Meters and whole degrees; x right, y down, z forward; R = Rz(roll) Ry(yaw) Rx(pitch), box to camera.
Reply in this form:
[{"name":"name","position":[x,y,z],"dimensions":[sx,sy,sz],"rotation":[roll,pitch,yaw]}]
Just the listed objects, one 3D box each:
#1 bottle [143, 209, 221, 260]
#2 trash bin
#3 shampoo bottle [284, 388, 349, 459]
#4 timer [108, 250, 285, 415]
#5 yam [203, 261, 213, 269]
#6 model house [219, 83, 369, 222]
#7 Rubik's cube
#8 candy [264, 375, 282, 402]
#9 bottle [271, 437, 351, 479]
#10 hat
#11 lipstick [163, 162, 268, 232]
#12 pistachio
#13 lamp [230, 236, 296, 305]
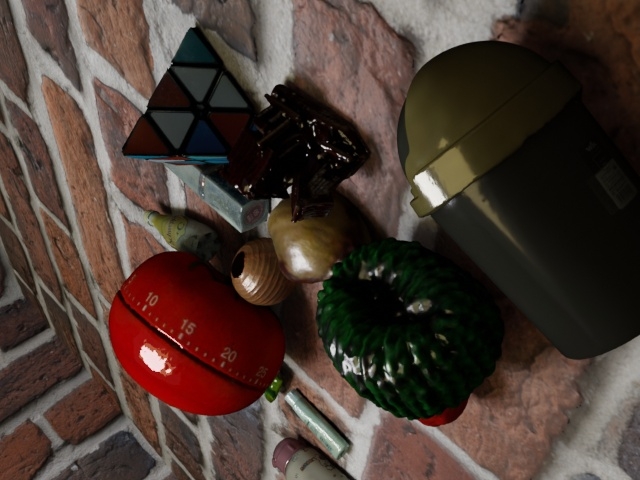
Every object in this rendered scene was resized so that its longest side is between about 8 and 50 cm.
[{"name":"bottle","position":[-0.335,-0.022,1.738],"dimensions":[0.269,0.083,0.083],"rotation":[21,135,44]},{"name":"trash bin","position":[0.217,-0.057,0.781],"dimensions":[0.334,0.214,0.214],"rotation":[48,150,-2]},{"name":"shampoo bottle","position":[-0.011,0.428,1.746],"dimensions":[0.190,0.041,0.069],"rotation":[44,153,22]},{"name":"timer","position":[-0.260,0.199,1.574],"dimensions":[0.378,0.279,0.378],"rotation":[33,178,1]},{"name":"yam","position":[-0.286,0.055,1.808],"dimensions":[0.116,0.021,0.021],"rotation":[43,148,24]},{"name":"model house","position":[-0.046,-0.122,1.146],"dimensions":[0.203,0.164,0.141],"rotation":[32,148,32]},{"name":"Rubik's cube","position":[-0.174,-0.167,1.330],"dimensions":[0.234,0.284,0.250],"rotation":[18,150,5]},{"name":"candy","position":[-0.176,0.277,1.815],"dimensions":[0.246,0.069,0.149],"rotation":[43,153,13]},{"name":"bottle","position":[-0.024,0.581,1.849],"dimensions":[0.233,0.110,0.110],"rotation":[32,142,38]},{"name":"hat","position":[0.159,0.164,1.113],"dimensions":[0.332,0.242,0.274],"rotation":[52,-177,-42]},{"name":"lipstick","position":[-0.221,-0.129,1.475],"dimensions":[0.289,0.077,0.076],"rotation":[39,142,29]},{"name":"pistachio","position":[0.000,0.000,1.243],"dimensions":[0.210,0.130,0.165],"rotation":[34,103,34]},{"name":"lamp","position":[-0.106,0.060,1.438],"dimensions":[0.136,0.136,0.136],"rotation":[36,145,31]}]
